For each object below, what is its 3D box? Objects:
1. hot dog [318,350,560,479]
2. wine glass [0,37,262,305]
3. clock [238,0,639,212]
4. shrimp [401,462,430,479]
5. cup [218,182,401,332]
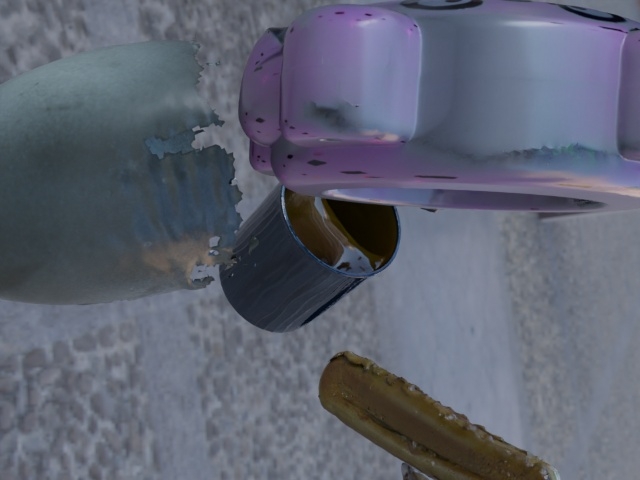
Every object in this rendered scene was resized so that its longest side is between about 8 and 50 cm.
[{"bbox_3d":[0.119,0.201,1.081,0.068,0.289,0.083,2,111,-55],"label":"hot dog"},{"bbox_3d":[-0.223,-0.029,0.753,0.190,0.356,0.191,168,-90,-77],"label":"wine glass"},{"bbox_3d":[0.074,-0.061,0.517,0.248,0.227,0.090,-167,-101,-88],"label":"clock"},{"bbox_3d":[0.077,0.220,0.704,0.133,0.053,0.236,59,-7,22],"label":"shrimp"},{"bbox_3d":[0.000,0.010,0.933,0.150,0.138,0.114,5,62,-30],"label":"cup"}]
